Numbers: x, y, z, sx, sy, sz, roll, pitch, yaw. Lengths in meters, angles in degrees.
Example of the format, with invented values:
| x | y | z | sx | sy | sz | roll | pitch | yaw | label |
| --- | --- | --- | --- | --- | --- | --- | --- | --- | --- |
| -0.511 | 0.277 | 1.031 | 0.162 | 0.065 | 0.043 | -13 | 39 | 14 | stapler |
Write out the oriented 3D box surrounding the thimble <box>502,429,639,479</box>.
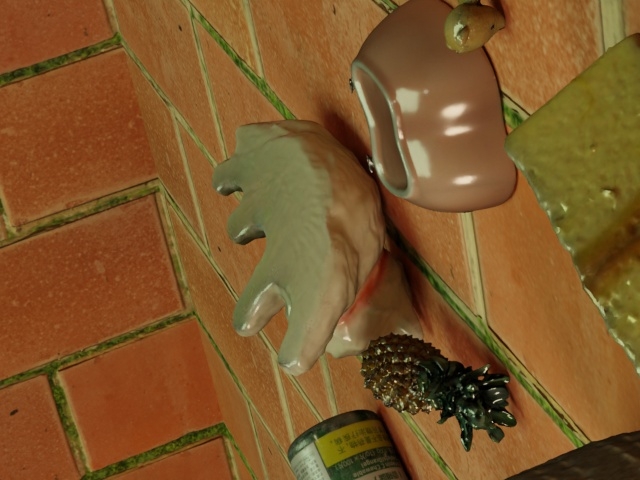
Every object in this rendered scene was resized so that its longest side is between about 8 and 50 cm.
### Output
| x | y | z | sx | sy | sz | roll | pitch | yaw | label |
| --- | --- | --- | --- | --- | --- | --- | --- | --- | --- |
| 0.242 | 0.260 | 1.300 | 0.205 | 0.172 | 0.236 | 66 | 169 | 4 | thimble |

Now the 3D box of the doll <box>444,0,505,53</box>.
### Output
| x | y | z | sx | sy | sz | roll | pitch | yaw | label |
| --- | --- | --- | --- | --- | --- | --- | --- | --- | --- |
| 0.118 | -0.203 | 1.353 | 0.061 | 0.051 | 0.093 | 128 | 123 | -82 | doll |

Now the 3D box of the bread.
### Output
| x | y | z | sx | sy | sz | roll | pitch | yaw | label |
| --- | --- | --- | --- | --- | --- | --- | --- | --- | --- |
| 0.231 | 0.005 | 1.105 | 0.266 | 0.142 | 0.178 | 60 | 149 | 29 | bread |

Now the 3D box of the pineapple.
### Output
| x | y | z | sx | sy | sz | roll | pitch | yaw | label |
| --- | --- | --- | --- | --- | --- | --- | --- | --- | --- |
| 0.117 | 0.154 | 1.746 | 0.221 | 0.083 | 0.103 | 18 | 145 | 58 | pineapple |

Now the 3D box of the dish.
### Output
| x | y | z | sx | sy | sz | roll | pitch | yaw | label |
| --- | --- | --- | --- | --- | --- | --- | --- | --- | --- |
| 0.091 | -0.112 | 1.510 | 0.213 | 0.090 | 0.213 | 159 | 90 | -77 | dish |

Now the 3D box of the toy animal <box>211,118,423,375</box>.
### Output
| x | y | z | sx | sy | sz | roll | pitch | yaw | label |
| --- | --- | --- | --- | --- | --- | --- | --- | --- | --- |
| 0.000 | 0.000 | 1.926 | 0.308 | 0.188 | 0.266 | 24 | 103 | 57 | toy animal |

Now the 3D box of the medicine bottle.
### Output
| x | y | z | sx | sy | sz | roll | pitch | yaw | label |
| --- | --- | --- | --- | --- | --- | --- | --- | --- | --- |
| 0.072 | 0.385 | 2.225 | 0.141 | 0.141 | 0.293 | 99 | 148 | -65 | medicine bottle |
